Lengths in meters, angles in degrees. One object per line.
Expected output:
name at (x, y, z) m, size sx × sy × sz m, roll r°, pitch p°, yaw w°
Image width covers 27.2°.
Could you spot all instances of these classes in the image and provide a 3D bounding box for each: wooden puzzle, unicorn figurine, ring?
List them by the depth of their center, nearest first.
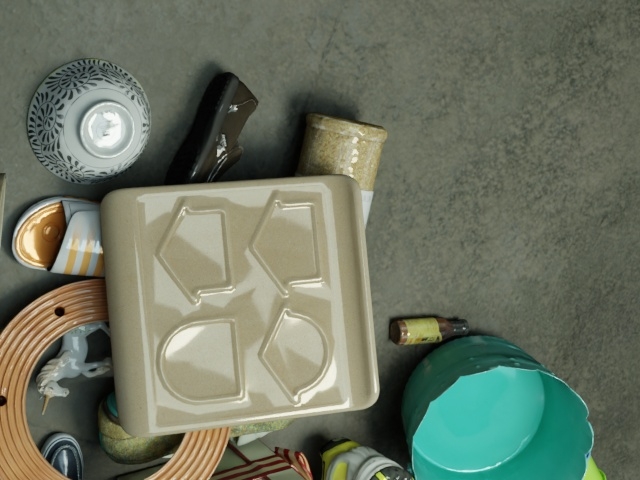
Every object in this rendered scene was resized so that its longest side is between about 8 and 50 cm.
ring at (-0.281, 0.217, 1.753) m, size 0.337 × 0.032 × 0.336 m, roll 4°, pitch 78°, yaw -16°
wooden puzzle at (-0.109, 0.082, 1.766) m, size 0.348 × 0.080 × 0.322 m, roll -5°, pitch 88°, yaw -14°
unicorn figurine at (-0.329, 0.155, 1.802) m, size 0.111 × 0.060 × 0.161 m, roll 4°, pitch 84°, yaw -27°

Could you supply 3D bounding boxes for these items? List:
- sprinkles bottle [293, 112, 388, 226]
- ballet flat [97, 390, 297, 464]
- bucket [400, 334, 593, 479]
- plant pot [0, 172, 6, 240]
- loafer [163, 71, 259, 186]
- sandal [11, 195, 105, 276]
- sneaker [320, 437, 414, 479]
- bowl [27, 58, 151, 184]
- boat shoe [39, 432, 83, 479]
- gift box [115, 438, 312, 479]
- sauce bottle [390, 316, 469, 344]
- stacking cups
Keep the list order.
sprinkles bottle at (0.000, 0.000, 1.890) m, size 0.121 × 0.121 × 0.355 m, roll 9°, pitch 97°, yaw -28°
ballet flat at (-0.150, 0.249, 1.886) m, size 0.349 × 0.123 × 0.123 m, roll -7°, pitch 105°, yaw -25°
bucket at (0.256, 0.286, 2.016) m, size 0.281 × 0.183 × 0.281 m, roll -2°, pitch 105°, yaw -7°
plant pot at (-0.528, 0.033, 1.579) m, size 0.274 × 0.256 × 0.256 m, roll 6°, pitch 100°, yaw -13°
loafer at (-0.143, -0.118, 1.811) m, size 0.078 × 0.080 × 0.220 m, roll 25°, pitch 90°, yaw -29°
sandal at (-0.276, 0.000, 1.774) m, size 0.265 × 0.076 × 0.101 m, roll 3°, pitch 100°, yaw -27°
sneaker at (0.050, 0.465, 2.026) m, size 0.145 × 0.147 × 0.384 m, roll -11°, pitch 125°, yaw -35°
bowl at (-0.289, -0.149, 1.730) m, size 0.170 × 0.080 × 0.170 m, roll -7°, pitch 106°, yaw -26°
boat shoe at (-0.351, 0.362, 1.818) m, size 0.065 × 0.083 × 0.183 m, roll 0°, pitch 102°, yaw -27°
gift box at (-0.114, 0.449, 1.858) m, size 0.258 × 0.276 × 0.255 m, roll -14°, pitch 113°, yaw -25°
sauce bottle at (0.171, 0.139, 2.054) m, size 0.128 × 0.042 × 0.042 m, roll -2°, pitch 103°, yaw -25°
stacking cups at (0.401, 0.340, 2.187) m, size 0.096 × 0.096 × 0.316 m, roll -35°, pitch 116°, yaw -16°
